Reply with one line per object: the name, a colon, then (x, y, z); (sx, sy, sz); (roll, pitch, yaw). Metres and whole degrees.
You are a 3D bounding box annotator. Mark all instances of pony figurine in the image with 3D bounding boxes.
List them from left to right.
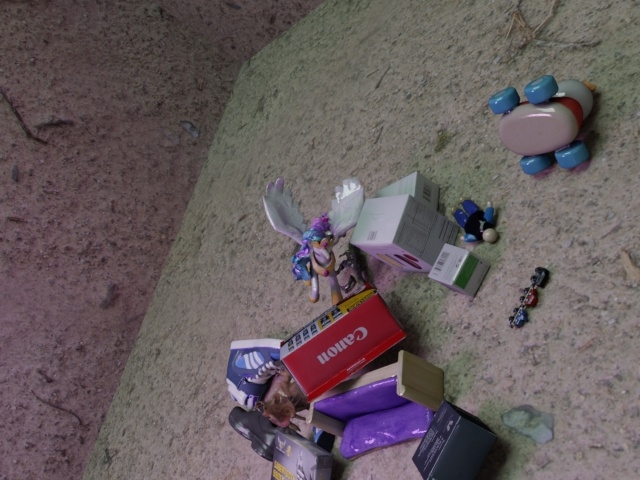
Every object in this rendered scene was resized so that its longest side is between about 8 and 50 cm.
pony figurine: (0.000, 0.000, 1.948); (0.363, 0.303, 0.350); (86, 175, -52)

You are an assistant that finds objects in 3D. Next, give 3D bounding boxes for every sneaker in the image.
sneaker: (-0.185, 0.586, 2.073); (0.286, 0.109, 0.130); (23, 77, 50)
sneaker: (-0.188, 0.451, 2.193); (0.323, 0.130, 0.236); (-9, 74, 39)
sneaker: (0.007, 0.538, 1.851); (0.059, 0.053, 0.144); (-26, 36, 48)

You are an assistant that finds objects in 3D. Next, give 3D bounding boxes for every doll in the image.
doll: (0.414, -0.053, 1.744); (0.129, 0.046, 0.189); (-52, 30, 17)

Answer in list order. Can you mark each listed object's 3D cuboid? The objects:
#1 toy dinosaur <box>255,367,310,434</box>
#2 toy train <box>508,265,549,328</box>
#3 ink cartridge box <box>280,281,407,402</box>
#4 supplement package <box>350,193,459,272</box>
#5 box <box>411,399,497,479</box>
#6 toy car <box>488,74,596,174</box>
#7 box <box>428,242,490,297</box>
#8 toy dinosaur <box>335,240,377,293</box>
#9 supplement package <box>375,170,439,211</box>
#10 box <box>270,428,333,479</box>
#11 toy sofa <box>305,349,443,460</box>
toy dinosaur: (-0.053, 0.451, 1.888); (0.200, 0.296, 0.127); (33, 137, 60)
toy train: (0.478, 0.133, 1.499); (0.036, 0.027, 0.158); (26, 86, 50)
ink cartridge box: (0.053, 0.262, 1.743); (0.310, 0.130, 0.272); (-35, 6, -1)
supplement package: (0.234, -0.015, 1.832); (0.194, 0.203, 0.149); (-2, 64, 58)
box: (0.282, 0.444, 1.400); (0.155, 0.093, 0.158); (-62, 1, -2)
toy car: (0.580, -0.321, 1.625); (0.238, 0.219, 0.210); (-41, 18, -29)
box: (0.354, 0.076, 1.679); (0.101, 0.087, 0.102); (-62, 30, -3)
toy dinosaur: (0.095, 0.096, 2.103); (0.118, 0.064, 0.268); (-41, 37, 19)
supplement package: (0.257, -0.113, 1.984); (0.179, 0.105, 0.105); (-25, 45, 46)
box: (-0.057, 0.639, 1.795); (0.231, 0.056, 0.182); (8, 91, 59)
toy sofa: (0.132, 0.423, 1.654); (0.363, 0.150, 0.177); (-30, 39, 42)
